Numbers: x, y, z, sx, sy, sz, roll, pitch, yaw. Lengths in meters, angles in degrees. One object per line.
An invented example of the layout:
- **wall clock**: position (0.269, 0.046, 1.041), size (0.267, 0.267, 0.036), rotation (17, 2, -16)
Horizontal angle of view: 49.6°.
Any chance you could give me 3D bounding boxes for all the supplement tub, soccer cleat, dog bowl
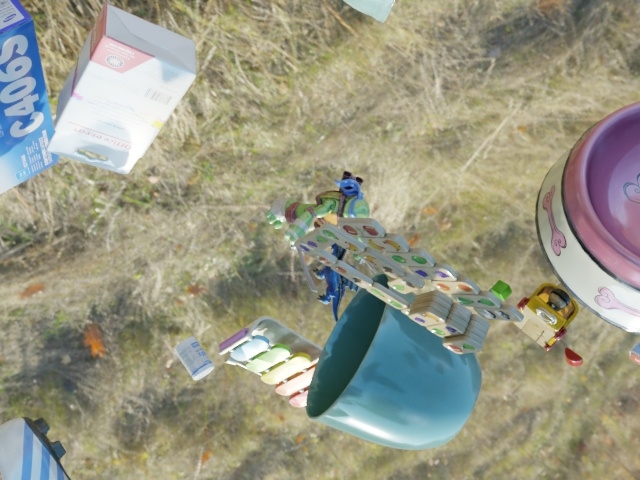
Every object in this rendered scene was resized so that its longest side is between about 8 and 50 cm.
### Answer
- **supplement tub**: position (-0.354, 0.331, 1.948), size (0.071, 0.107, 0.071), rotation (-35, 166, -10)
- **soccer cleat**: position (-0.419, 0.434, 1.076), size (0.143, 0.331, 0.116), rotation (-35, 172, -31)
- **dog bowl**: position (0.568, -0.054, 1.116), size (0.408, 0.408, 0.150), rotation (-36, 156, -11)

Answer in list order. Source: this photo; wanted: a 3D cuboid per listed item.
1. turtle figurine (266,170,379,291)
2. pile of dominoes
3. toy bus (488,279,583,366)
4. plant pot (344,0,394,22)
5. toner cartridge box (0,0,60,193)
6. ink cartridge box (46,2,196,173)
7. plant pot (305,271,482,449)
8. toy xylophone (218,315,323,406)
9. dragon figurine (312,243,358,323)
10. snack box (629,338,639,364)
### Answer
- **turtle figurine**: position (0.000, 0.000, 1.450), size (0.197, 0.266, 0.275), rotation (-19, 106, -27)
- **pile of dominoes**: position (0.095, 0.060, 0.846), size (0.040, 0.251, 0.196), rotation (-63, -168, -20)
- **toy bus**: position (0.445, 0.134, 1.347), size (0.104, 0.202, 0.191), rotation (-46, 117, -10)
- **plant pot**: position (0.097, -0.664, 1.549), size (0.196, 0.293, 0.293), rotation (17, 125, -5)
- **toner cartridge box**: position (-0.460, -0.179, 0.943), size (0.165, 0.075, 0.348), rotation (-35, 170, -25)
- **ink cartridge box**: position (-0.248, -0.175, 0.847), size (0.115, 0.067, 0.198), rotation (18, 135, -33)
- **plant pot**: position (0.145, 0.241, 1.258), size (0.293, 0.235, 0.293), rotation (-58, -172, 14)
- **toy xylophone**: position (-0.086, 0.289, 1.576), size (0.322, 0.081, 0.236), rotation (29, 135, -17)
- **dragon figurine**: position (0.053, 0.116, 1.979), size (0.085, 0.289, 0.144), rotation (2, 156, -28)
- **snack box**: position (0.476, 0.163, 0.847), size (0.064, 0.178, 0.022), rotation (-40, 132, -16)
